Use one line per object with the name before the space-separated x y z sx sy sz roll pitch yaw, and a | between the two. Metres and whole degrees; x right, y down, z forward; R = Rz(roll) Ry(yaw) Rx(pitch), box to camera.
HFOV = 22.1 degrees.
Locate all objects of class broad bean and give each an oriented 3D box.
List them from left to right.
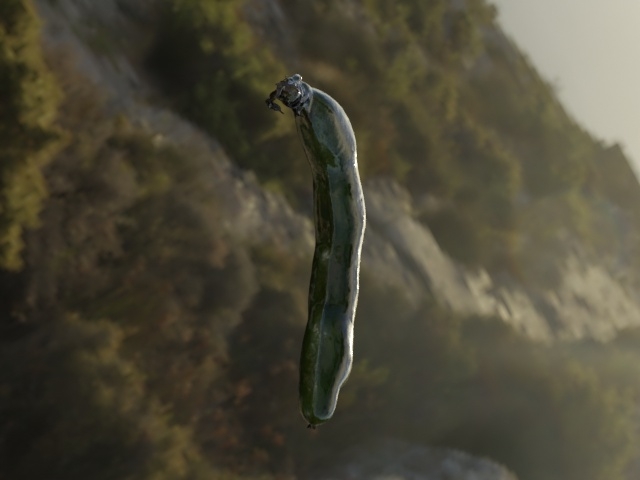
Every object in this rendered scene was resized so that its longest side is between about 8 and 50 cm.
broad bean | 0.000 0.000 1.355 0.144 0.049 0.292 -32 120 -64
